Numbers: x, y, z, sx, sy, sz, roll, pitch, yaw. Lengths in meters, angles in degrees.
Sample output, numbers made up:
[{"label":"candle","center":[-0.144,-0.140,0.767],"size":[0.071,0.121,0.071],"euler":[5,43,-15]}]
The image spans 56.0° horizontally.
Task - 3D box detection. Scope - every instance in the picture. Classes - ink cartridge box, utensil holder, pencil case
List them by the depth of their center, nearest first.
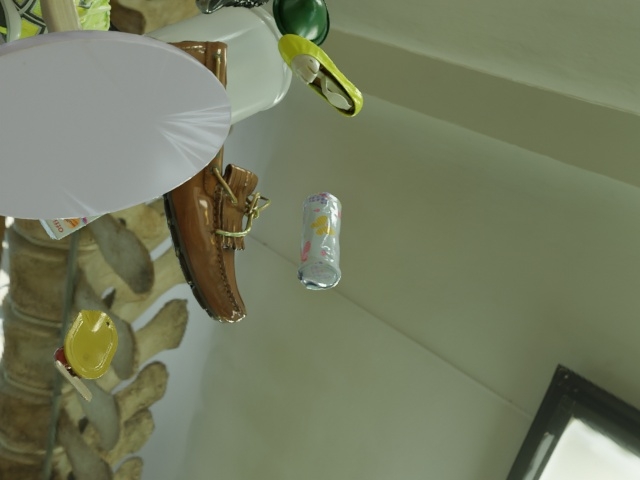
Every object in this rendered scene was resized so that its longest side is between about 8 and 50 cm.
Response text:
[{"label":"ink cartridge box","center":[-0.587,-0.098,1.430],"size":[0.127,0.176,0.128],"euler":[5,-54,61]},{"label":"pencil case","center":[0.000,0.000,1.624],"size":[0.124,0.113,0.273],"euler":[99,-5,-51]},{"label":"utensil holder","center":[-0.323,-0.473,1.713],"size":[0.327,0.385,0.328],"euler":[21,-50,28]}]

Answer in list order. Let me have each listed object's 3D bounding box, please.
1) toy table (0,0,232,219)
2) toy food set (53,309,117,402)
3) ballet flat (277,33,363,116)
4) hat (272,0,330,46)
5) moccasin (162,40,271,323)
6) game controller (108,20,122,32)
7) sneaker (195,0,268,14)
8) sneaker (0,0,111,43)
[{"label":"toy table","center":[-0.246,-0.141,0.602],"size":[0.161,0.274,0.252],"euler":[47,-50,43]},{"label":"toy food set","center":[-0.540,0.251,1.347],"size":[0.071,0.218,0.128],"euler":[-24,-60,20]},{"label":"ballet flat","center":[0.001,-0.348,1.287],"size":[0.077,0.231,0.077],"euler":[-37,-154,35]},{"label":"hat","center":[-0.005,-0.581,1.480],"size":[0.183,0.208,0.173],"euler":[0,-86,52]},{"label":"moccasin","center":[-0.140,-0.077,0.819],"size":[0.139,0.146,0.380],"euler":[163,-82,-80]},{"label":"game controller","center":[-0.752,-0.672,1.958],"size":[0.319,0.166,0.067],"euler":[44,-29,36]},{"label":"sneaker","center":[-0.159,-0.549,1.307],"size":[0.101,0.267,0.106],"euler":[14,-39,39]},{"label":"sneaker","center":[-0.335,-0.337,0.785],"size":[0.147,0.145,0.385],"euler":[22,-33,10]}]
